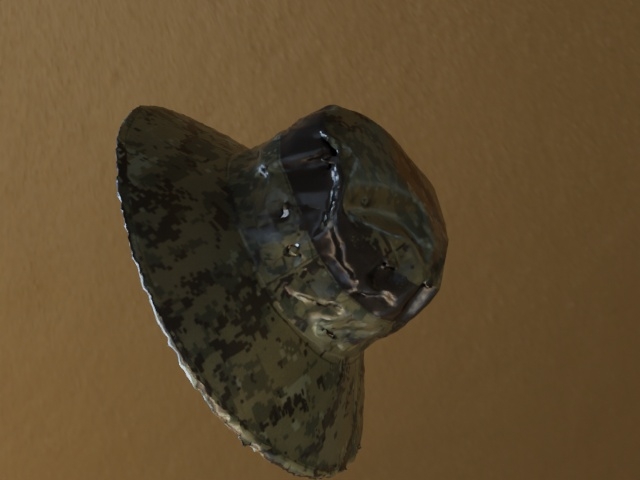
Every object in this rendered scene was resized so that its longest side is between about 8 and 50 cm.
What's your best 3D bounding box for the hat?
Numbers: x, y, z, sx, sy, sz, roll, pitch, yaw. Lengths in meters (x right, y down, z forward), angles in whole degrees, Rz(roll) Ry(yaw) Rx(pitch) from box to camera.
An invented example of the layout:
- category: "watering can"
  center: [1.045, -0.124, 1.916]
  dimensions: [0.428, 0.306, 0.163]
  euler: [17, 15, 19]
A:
- category: "hat"
  center: [0.000, 0.000, 0.881]
  dimensions: [0.128, 0.265, 0.265]
  euler: [-32, -59, 20]
